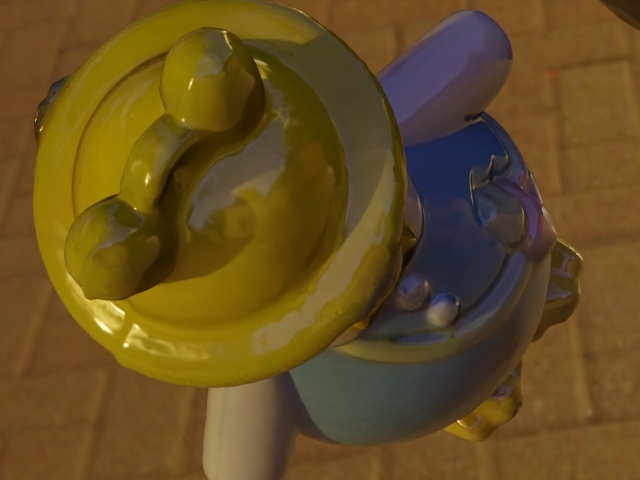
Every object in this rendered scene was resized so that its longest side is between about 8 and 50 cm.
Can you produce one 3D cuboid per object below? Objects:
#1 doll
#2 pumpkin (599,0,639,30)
[{"bbox_3d":[0.000,0.001,0.491,0.135,0.241,0.099,-30,71,14],"label":"doll"},{"bbox_3d":[0.186,-0.193,0.567,0.207,0.300,0.300,16,20,-30],"label":"pumpkin"}]
